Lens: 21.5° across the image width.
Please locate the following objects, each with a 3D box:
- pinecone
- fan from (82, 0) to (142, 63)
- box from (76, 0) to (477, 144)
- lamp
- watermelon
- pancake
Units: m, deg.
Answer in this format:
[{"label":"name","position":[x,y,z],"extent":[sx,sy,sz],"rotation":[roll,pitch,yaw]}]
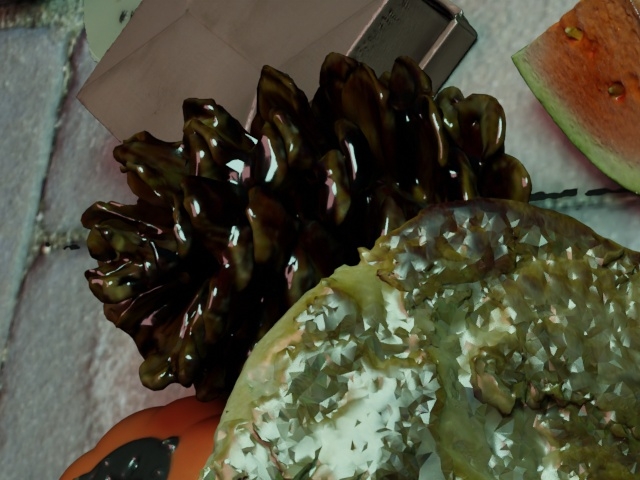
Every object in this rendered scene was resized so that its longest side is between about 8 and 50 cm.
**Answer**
[{"label":"pinecone","position":[0.000,0.000,0.954],"extent":[0.224,0.272,0.224],"rotation":[-177,90,-72]},{"label":"fan","position":[-0.109,-0.277,1.315],"extent":[0.182,0.010,0.310],"rotation":[-3,70,38]},{"label":"box","position":[-0.038,-0.118,1.138],"extent":[0.215,0.086,0.215],"rotation":[-53,49,7]},{"label":"lamp","position":[-0.070,0.190,0.981],"extent":[0.188,0.164,0.187],"rotation":[-27,31,18]},{"label":"watermelon","position":[0.215,-0.117,0.942],"extent":[0.145,0.137,0.193],"rotation":[-31,45,-21]},{"label":"pancake","position":[0.112,0.147,0.793],"extent":[0.356,0.065,0.356],"rotation":[3,69,-8]}]
